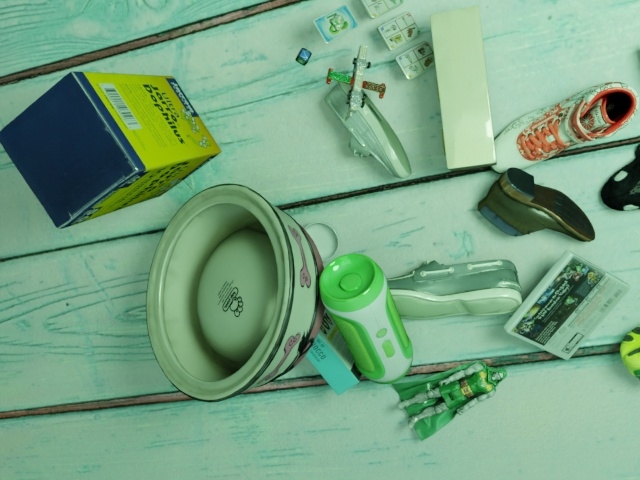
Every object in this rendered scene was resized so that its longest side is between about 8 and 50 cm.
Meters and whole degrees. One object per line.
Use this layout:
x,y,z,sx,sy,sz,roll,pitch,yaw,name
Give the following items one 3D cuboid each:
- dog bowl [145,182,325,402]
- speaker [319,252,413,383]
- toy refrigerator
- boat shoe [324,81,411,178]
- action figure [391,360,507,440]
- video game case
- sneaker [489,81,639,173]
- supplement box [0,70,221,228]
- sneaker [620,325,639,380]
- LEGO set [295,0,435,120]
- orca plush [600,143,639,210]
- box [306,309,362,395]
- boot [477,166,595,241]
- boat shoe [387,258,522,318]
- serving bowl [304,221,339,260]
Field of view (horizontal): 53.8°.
-0.160,0.103,1.231,0.408,0.150,0.408,-10,74,38,dog bowl
0.093,0.156,1.204,0.131,0.131,0.297,-10,137,16,speaker
0.253,-0.264,1.129,0.094,0.102,0.270,-7,92,16,toy refrigerator
0.090,-0.205,1.224,0.081,0.079,0.228,-35,87,25,boat shoe
0.277,0.315,1.306,0.232,0.063,0.137,-29,92,15,action figure
0.466,0.126,1.192,0.173,0.022,0.190,25,110,-24,video game case
0.417,-0.195,1.104,0.270,0.145,0.090,-26,96,18,sneaker
-0.374,-0.181,1.189,0.194,0.356,0.195,-31,94,19,supplement box
0.706,0.180,1.158,0.295,0.109,0.123,-24,119,16,sneaker
0.075,-0.346,1.163,0.244,0.060,0.182,-33,94,-18,LEGO set
0.646,-0.109,1.090,0.287,0.102,0.151,-3,102,14,orca plush
-0.006,0.197,1.324,0.060,0.100,0.244,-38,91,21,box
0.406,-0.047,1.194,0.219,0.082,0.106,32,139,-9,boot
0.236,0.091,1.260,0.319,0.116,0.099,-3,59,21,boat shoe
0.000,0.000,1.314,0.083,0.027,0.083,3,104,12,serving bowl
